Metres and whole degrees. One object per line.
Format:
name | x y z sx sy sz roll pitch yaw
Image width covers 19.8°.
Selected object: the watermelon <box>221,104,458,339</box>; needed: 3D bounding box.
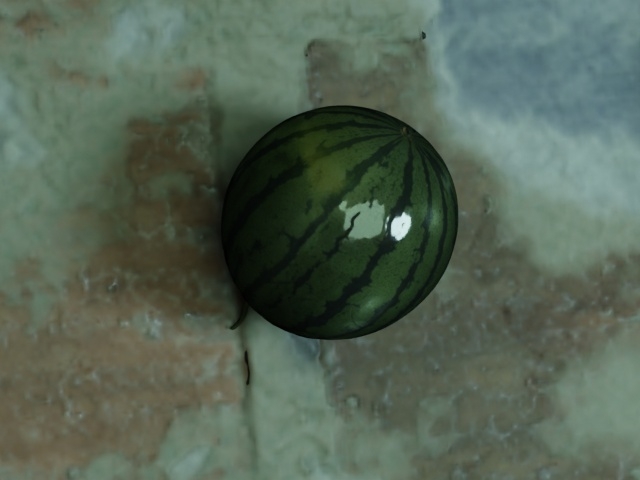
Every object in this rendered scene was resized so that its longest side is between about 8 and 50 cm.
watermelon | 0.000 0.000 0.835 0.105 0.105 0.133 42 113 -12
